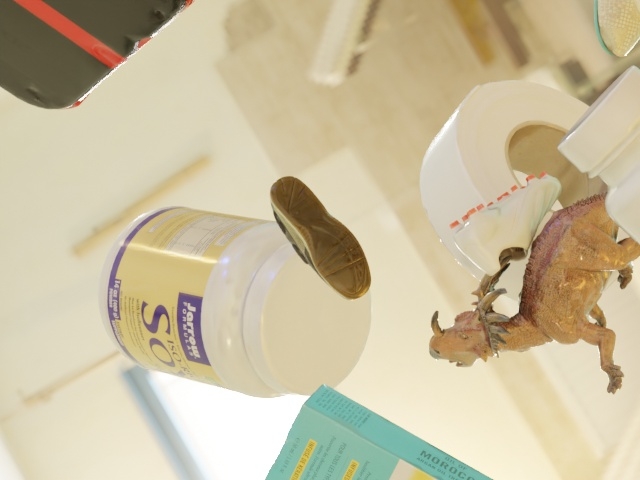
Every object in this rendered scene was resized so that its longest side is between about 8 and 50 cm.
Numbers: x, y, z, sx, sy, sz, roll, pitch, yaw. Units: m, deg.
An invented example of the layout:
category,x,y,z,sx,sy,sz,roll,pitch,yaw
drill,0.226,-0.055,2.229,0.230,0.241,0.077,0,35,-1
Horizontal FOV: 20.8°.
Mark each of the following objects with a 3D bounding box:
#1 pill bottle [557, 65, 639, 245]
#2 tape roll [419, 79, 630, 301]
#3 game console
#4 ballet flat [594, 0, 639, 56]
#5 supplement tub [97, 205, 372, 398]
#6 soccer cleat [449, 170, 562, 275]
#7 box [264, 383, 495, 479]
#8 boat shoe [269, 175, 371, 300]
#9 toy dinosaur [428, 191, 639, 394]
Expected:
category,x,y,z,sx,sy,sz,roll,pitch,yaw
pill bottle,0.330,-0.044,1.555,0.229,0.131,0.131,42,177,1
tape roll,0.265,-0.059,2.120,0.286,0.286,0.100,58,140,21
game console,-0.338,-0.292,1.696,0.386,0.060,0.342,34,147,-17
ballet flat,0.256,-0.215,1.399,0.057,0.052,0.168,48,-141,-30
supplement tub,-0.117,0.084,2.370,0.331,0.241,0.241,9,137,46
soccer cleat,0.215,-0.017,1.933,0.196,0.068,0.076,-28,-97,-48
box,0.078,0.226,1.450,0.244,0.100,0.060,28,-160,9
boat shoe,0.000,0.000,1.833,0.152,0.056,0.049,56,165,10
toy dinosaur,0.261,0.035,1.911,0.200,0.295,0.127,27,180,-17
